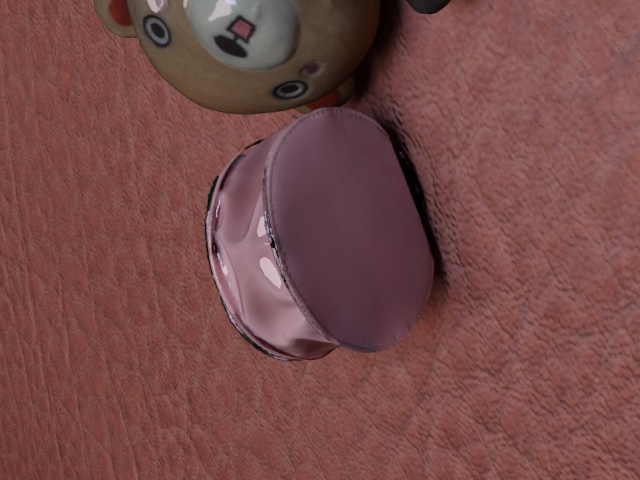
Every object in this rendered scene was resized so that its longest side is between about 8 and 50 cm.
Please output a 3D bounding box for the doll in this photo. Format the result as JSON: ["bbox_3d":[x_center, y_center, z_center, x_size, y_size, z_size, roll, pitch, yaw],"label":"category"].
[{"bbox_3d":[-0.027,-0.227,0.821,0.330,0.235,0.174,126,158,-44],"label":"doll"}]

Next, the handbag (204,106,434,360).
[{"bbox_3d":[-0.001,0.000,0.925,0.116,0.179,0.205,-9,105,48],"label":"handbag"}]
